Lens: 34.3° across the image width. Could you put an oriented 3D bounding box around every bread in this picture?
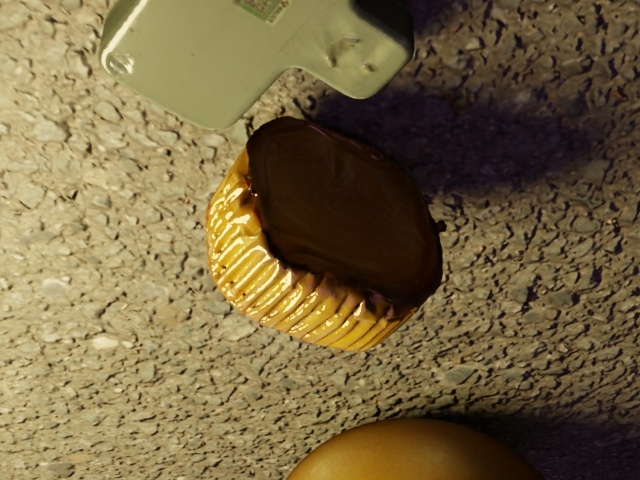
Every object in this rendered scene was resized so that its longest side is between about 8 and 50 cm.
[{"bbox_3d":[0.000,0.001,0.858,0.199,0.199,0.104,20,136,-24],"label":"bread"}]

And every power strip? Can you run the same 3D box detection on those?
[{"bbox_3d":[-0.021,-0.176,0.748,0.193,0.059,0.265,28,130,-25],"label":"power strip"}]

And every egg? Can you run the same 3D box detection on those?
[{"bbox_3d":[0.112,0.344,1.181,0.351,0.283,0.283,2,138,-6],"label":"egg"}]
